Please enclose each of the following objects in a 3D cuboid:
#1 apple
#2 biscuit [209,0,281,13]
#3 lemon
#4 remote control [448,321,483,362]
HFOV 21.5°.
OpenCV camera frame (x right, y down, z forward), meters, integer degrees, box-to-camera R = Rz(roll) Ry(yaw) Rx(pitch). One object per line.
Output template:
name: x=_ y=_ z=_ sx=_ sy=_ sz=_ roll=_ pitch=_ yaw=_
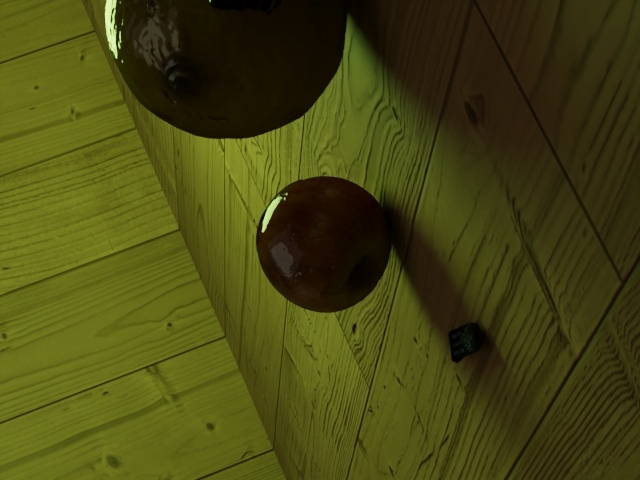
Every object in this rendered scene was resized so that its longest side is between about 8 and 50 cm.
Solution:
apple: x=0.000 y=0.000 z=1.747 sx=0.146 sy=0.146 sz=0.146 roll=159 pitch=90 yaw=-79
biscuit: x=-0.039 y=-0.339 z=1.292 sx=0.388 sy=0.073 sz=0.107 roll=108 pitch=149 yaw=-53
lemon: x=-0.091 y=-0.212 z=1.581 sx=0.253 sy=0.228 sz=0.228 roll=-128 pitch=21 yaw=-60
remote control: x=0.138 y=0.095 z=1.592 sx=0.091 sy=0.016 sz=0.034 roll=133 pitch=131 yaw=-77
